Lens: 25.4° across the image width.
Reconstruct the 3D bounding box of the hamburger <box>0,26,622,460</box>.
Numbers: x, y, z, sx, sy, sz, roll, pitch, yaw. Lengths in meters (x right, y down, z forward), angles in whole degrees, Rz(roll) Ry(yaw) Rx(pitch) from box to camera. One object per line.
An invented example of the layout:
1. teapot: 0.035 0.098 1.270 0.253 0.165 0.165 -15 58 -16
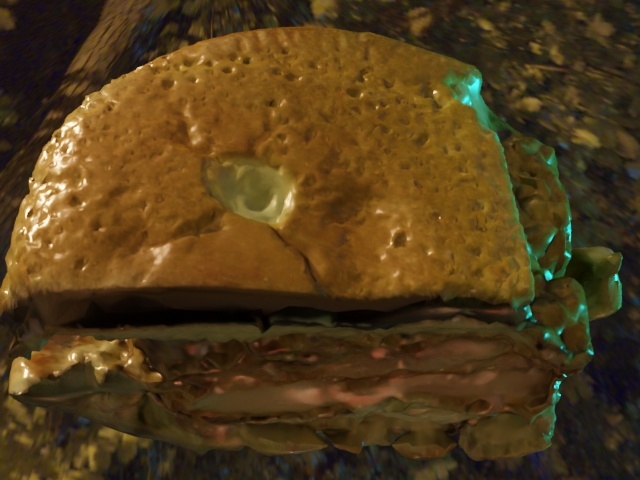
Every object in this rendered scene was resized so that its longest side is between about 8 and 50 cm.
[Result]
1. hamburger: 0.000 0.000 0.660 0.288 0.192 0.168 3 -38 -5
